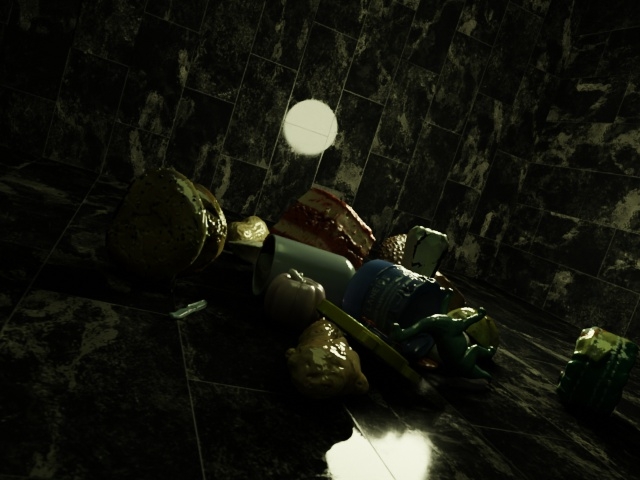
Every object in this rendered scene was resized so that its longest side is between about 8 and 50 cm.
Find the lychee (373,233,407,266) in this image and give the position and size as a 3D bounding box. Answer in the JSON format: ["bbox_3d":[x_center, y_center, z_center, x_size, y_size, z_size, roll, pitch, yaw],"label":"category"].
[{"bbox_3d":[0.399,0.115,2.648,0.299,0.300,0.300,18,7,-2],"label":"lychee"}]

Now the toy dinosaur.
[{"bbox_3d":[0.336,0.320,1.496,0.129,0.384,0.330,-8,19,48],"label":"toy dinosaur"}]

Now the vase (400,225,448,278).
[{"bbox_3d":[0.360,0.133,2.070,0.164,0.361,0.165,17,7,-2],"label":"vase"}]

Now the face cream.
[{"bbox_3d":[0.225,0.201,1.630,0.248,0.249,0.225,11,5,-46],"label":"face cream"}]

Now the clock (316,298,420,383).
[{"bbox_3d":[0.118,0.241,1.434,0.277,0.071,0.293,43,-10,-38],"label":"clock"}]

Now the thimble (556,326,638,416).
[{"bbox_3d":[0.850,0.404,1.698,0.167,0.254,0.288,24,-3,27],"label":"thimble"}]

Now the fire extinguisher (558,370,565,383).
[{"bbox_3d":[0.893,0.502,1.856,0.062,0.050,0.177,37,-7,-40],"label":"fire extinguisher"}]

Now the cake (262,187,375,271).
[{"bbox_3d":[0.000,0.000,2.083,0.270,0.320,0.269,27,-16,49],"label":"cake"}]

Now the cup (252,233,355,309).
[{"bbox_3d":[-0.051,0.117,1.818,0.311,0.206,0.205,17,7,-21],"label":"cup"}]

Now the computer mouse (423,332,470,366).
[{"bbox_3d":[0.393,0.313,1.779,0.184,0.121,0.296,20,8,23],"label":"computer mouse"}]

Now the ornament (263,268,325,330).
[{"bbox_3d":[-0.070,0.165,1.564,0.177,0.178,0.177,18,7,-2],"label":"ornament"}]

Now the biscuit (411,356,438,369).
[{"bbox_3d":[0.301,0.358,1.612,0.091,0.015,0.078,12,8,-41],"label":"biscuit"}]

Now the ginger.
[{"bbox_3d":[0.011,0.258,1.205,0.189,0.127,0.354,22,7,-5],"label":"ginger"}]

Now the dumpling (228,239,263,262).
[{"bbox_3d":[-0.297,0.039,2.223,0.150,0.093,0.176,15,8,-30],"label":"dumpling"}]

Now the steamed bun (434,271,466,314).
[{"bbox_3d":[0.441,0.223,2.275,0.301,0.199,0.251,40,4,-43],"label":"steamed bun"}]

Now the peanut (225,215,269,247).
[{"bbox_3d":[-0.323,-0.032,2.461,0.142,0.160,0.291,-7,-4,26],"label":"peanut"}]

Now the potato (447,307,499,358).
[{"bbox_3d":[0.546,0.305,1.902,0.160,0.111,0.271,35,-7,46],"label":"potato"}]

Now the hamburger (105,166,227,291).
[{"bbox_3d":[-0.422,-0.026,1.560,0.276,0.318,0.195,27,1,20],"label":"hamburger"}]

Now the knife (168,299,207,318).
[{"bbox_3d":[-0.334,0.176,1.417,0.028,0.015,0.210,14,6,11],"label":"knife"}]
